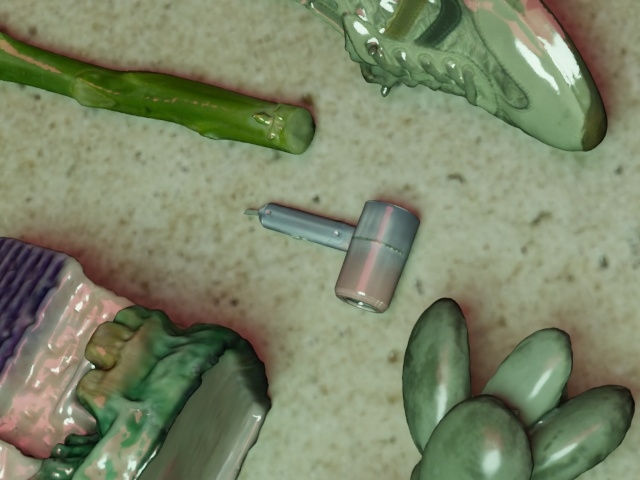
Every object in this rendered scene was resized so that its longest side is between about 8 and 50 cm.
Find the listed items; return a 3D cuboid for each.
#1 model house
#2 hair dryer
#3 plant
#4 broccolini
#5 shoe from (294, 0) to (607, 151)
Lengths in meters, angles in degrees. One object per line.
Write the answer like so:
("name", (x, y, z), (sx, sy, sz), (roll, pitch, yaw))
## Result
("model house", (-0.187, 0.119, 1.100), (0.237, 0.202, 0.237), (25, 80, 16))
("hair dryer", (0.000, 0.000, 1.191), (0.114, 0.037, 0.063), (17, 79, 23))
("plant", (0.068, 0.173, 1.069), (0.146, 0.149, 0.274), (29, 84, 1))
("broccolini", (-0.189, -0.134, 1.241), (0.392, 0.074, 0.079), (15, 84, 16))
("shoe", (0.062, -0.136, 1.184), (0.275, 0.103, 0.098), (40, 86, 25))
